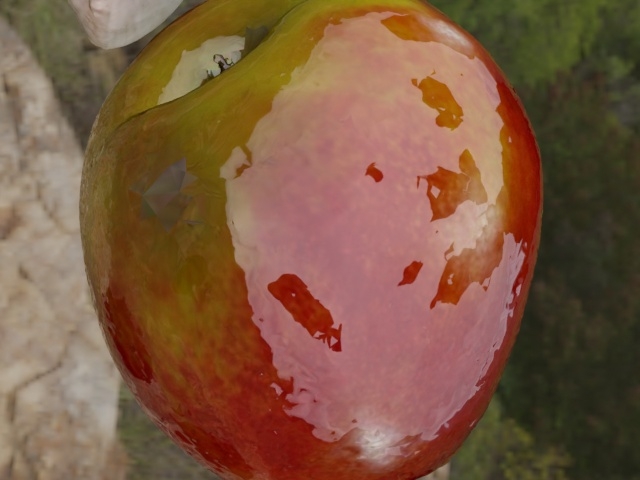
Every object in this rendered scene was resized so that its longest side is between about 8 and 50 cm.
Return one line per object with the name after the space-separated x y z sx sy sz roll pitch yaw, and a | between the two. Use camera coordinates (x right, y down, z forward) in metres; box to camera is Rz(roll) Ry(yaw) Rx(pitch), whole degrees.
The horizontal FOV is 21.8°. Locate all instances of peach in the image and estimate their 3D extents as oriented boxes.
0.000 0.000 0.648 0.190 0.190 0.192 -51 132 -34 | peach

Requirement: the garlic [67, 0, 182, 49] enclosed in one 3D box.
-0.100 -0.198 0.939 0.174 0.099 0.124 -57 136 -13 | garlic
